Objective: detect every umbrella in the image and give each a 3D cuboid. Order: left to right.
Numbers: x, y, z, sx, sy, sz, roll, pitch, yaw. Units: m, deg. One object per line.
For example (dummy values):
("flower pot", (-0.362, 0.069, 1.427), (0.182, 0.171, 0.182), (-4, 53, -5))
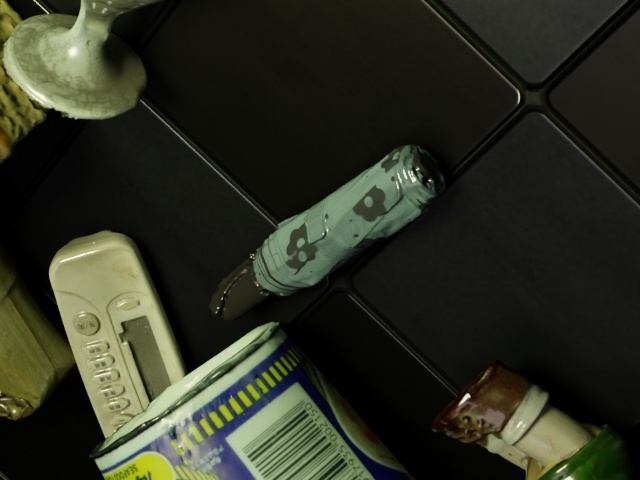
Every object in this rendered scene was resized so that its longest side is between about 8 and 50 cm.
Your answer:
("umbrella", (0.002, 0.000, 1.188), (0.053, 0.052, 0.250), (24, 137, -33))

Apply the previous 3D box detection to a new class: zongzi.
("zongzi", (-0.389, 0.061, 1.386), (0.274, 0.125, 0.251), (-13, 113, 39))

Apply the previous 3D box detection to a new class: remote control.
("remote control", (-0.172, 0.101, 1.336), (0.090, 0.049, 0.230), (-15, 114, 1))

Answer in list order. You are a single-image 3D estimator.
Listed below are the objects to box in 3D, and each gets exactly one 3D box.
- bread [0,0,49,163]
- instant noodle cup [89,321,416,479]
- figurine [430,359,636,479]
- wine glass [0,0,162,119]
("bread", (-0.373, -0.136, 1.161), (0.198, 0.263, 0.236), (-19, 112, 30))
("instant noodle cup", (-0.027, 0.248, 1.235), (0.284, 0.284, 0.312), (-33, 92, 38))
("figurine", (0.240, 0.250, 1.155), (0.370, 0.167, 0.281), (46, 164, 8))
("wine glass", (-0.145, -0.209, 1.087), (0.126, 0.126, 0.241), (35, 132, 4))
